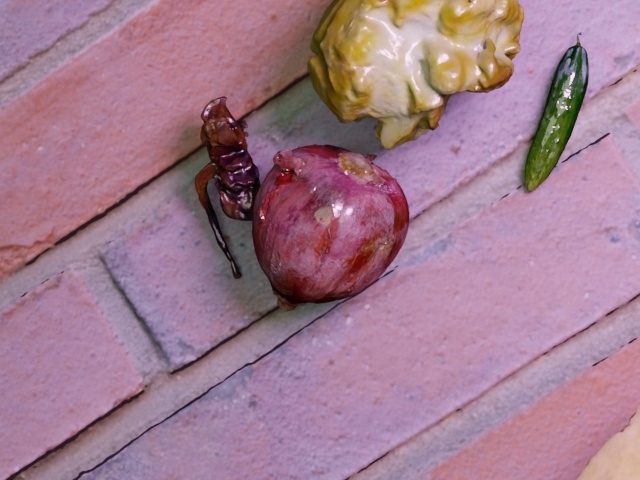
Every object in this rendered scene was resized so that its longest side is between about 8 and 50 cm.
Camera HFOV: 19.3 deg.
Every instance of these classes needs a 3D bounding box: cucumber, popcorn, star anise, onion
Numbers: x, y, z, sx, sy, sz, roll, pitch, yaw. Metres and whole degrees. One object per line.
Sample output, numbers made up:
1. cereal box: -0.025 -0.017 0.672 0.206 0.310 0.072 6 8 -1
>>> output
1. cucumber: 0.240 -0.127 1.884 0.039 0.039 0.168 20 94 14
2. popcorn: 0.092 -0.202 1.840 0.221 0.204 0.184 -40 94 26
3. star anise: -0.092 -0.053 1.943 0.070 0.097 0.191 -15 102 -5
4. onion: 0.000 0.000 1.890 0.159 0.159 0.195 32 119 13

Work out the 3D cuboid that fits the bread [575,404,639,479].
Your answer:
1. bread: 0.395 0.309 1.689 0.236 0.165 0.375 -47 65 -4
